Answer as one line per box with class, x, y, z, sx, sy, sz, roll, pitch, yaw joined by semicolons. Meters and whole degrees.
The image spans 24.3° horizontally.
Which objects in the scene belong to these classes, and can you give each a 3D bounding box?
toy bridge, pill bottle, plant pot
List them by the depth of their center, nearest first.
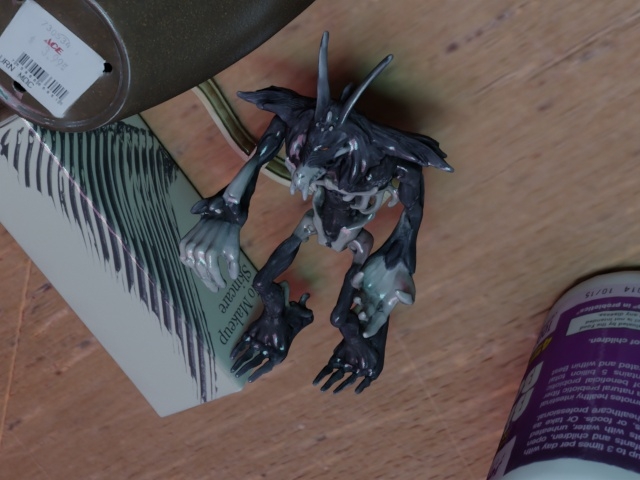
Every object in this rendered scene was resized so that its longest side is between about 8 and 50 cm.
plant pot;-0.117;-0.171;0.921;0.215;0.230;0.215;12;131;15
pill bottle;0.196;0.171;1.000;0.169;0.301;0.169;12;130;15
toy bridge;-0.033;-0.078;1.093;0.188;0.026;0.063;35;133;-6

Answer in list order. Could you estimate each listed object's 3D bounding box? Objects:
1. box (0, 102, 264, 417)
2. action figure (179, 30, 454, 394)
box;-0.152;-0.003;1.151;0.094;0.113;0.275;-22;116;34
action figure;0.000;0.000;1.030;0.164;0.141;0.276;16;136;13
